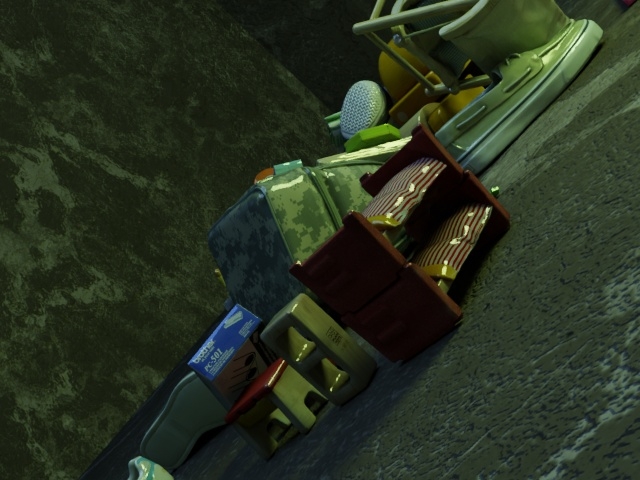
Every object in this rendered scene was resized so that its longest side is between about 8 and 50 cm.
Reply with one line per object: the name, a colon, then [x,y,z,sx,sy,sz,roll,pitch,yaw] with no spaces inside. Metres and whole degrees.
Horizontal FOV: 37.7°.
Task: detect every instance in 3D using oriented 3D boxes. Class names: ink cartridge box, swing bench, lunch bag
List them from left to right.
ink cartridge box: [-0.093,0.171,1.204,0.097,0.046,0.207,-51,-28,-17]
lunch bag: [0.000,0.000,1.478,0.256,0.212,0.305,-23,-8,-28]
swing bench: [0.239,-0.342,1.510,0.255,0.253,0.165,16,83,41]

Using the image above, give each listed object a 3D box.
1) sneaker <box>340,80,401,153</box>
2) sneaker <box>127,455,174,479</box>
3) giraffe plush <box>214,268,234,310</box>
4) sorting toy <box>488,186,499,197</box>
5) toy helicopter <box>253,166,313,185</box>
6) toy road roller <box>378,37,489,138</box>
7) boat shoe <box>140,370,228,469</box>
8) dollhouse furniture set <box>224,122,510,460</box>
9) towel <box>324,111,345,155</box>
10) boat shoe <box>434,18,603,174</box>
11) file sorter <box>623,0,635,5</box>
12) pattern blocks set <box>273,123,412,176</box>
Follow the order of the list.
sneaker: [0.135,-0.158,1.993,0.137,0.210,0.365,41,127,48]
sneaker: [-0.302,0.420,1.356,0.228,0.092,0.087,-52,8,-35]
giraffe plush: [-0.107,0.080,2.064,0.170,0.181,0.210,-36,11,-35]
sorting toy: [0.200,-0.039,1.215,0.062,0.012,0.083,-45,-1,-39]
toy helicopter: [0.036,-0.092,2.153,0.355,0.235,0.140,-25,-37,-9]
toy road roller: [0.205,-0.284,1.808,0.329,0.240,0.202,-51,6,-38]
boat shoe: [-0.204,0.276,1.593,0.305,0.109,0.091,-48,8,33]
dollhouse furniture set: [0.021,0.067,1.069,0.374,0.152,0.201,-43,6,40]
towel: [0.141,-0.249,2.172,0.248,0.038,0.325,-21,-18,1]
boat shoe: [0.302,-0.234,1.425,0.302,0.094,0.109,-47,5,-2]
file sorter: [0.536,-0.555,1.497,0.291,0.182,0.202,-45,6,24]
pattern blocks set: [0.082,-0.120,1.537,0.325,0.026,0.285,-16,-15,2]
